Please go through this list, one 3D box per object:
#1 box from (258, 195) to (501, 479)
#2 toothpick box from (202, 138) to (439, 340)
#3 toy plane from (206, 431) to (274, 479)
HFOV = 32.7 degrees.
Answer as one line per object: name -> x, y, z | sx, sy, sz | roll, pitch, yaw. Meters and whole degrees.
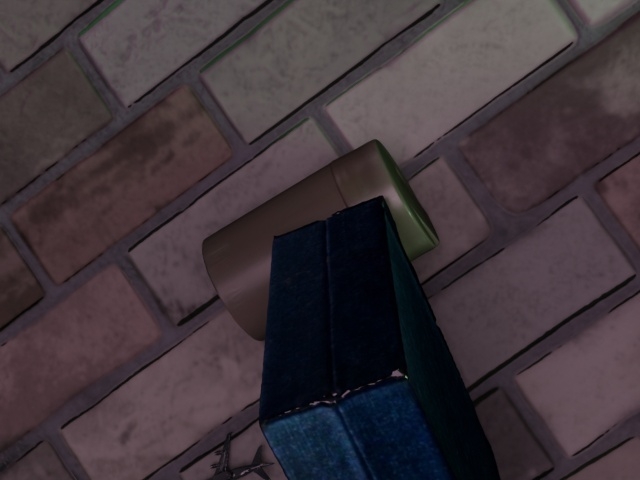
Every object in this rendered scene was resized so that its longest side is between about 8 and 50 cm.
box -> 0.056, 0.150, 0.820 | 0.116, 0.261, 0.279 | -19, 114, 10
toothpick box -> 0.000, 0.000, 0.954 | 0.181, 0.111, 0.111 | -29, 85, 11
toy plane -> -0.085, 0.220, 1.016 | 0.084, 0.024, 0.078 | -21, 68, 10
